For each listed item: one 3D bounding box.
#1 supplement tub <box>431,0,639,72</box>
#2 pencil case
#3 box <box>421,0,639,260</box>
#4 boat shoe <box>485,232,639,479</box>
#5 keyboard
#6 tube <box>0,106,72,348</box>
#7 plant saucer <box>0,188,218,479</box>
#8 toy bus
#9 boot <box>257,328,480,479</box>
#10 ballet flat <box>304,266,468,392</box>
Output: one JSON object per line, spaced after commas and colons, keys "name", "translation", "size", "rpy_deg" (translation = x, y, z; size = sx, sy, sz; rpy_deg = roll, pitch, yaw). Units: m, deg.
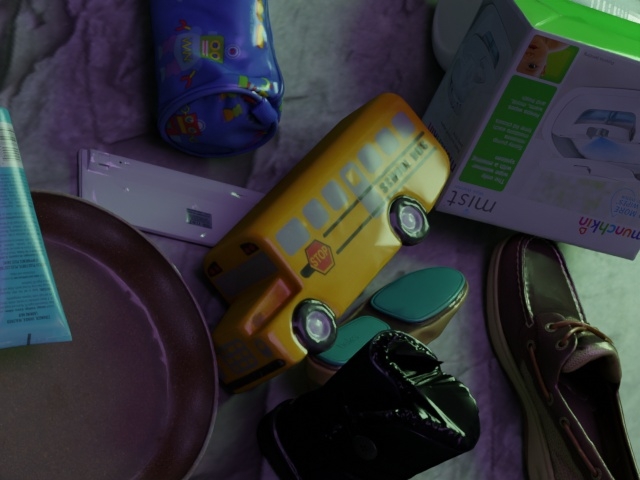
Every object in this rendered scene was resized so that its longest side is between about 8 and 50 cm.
{"name": "supplement tub", "translation": [0.282, -0.231, 1.958], "size": [0.272, 0.191, 0.191], "rpy_deg": [22, 55, -27]}
{"name": "pencil case", "translation": [-0.103, -0.237, 1.713], "size": [0.119, 0.133, 0.306], "rpy_deg": [43, 38, -57]}
{"name": "box", "translation": [0.261, -0.126, 1.829], "size": [0.262, 0.231, 0.127], "rpy_deg": [14, 28, -25]}
{"name": "boat shoe", "translation": [0.267, 0.134, 1.791], "size": [0.123, 0.123, 0.342], "rpy_deg": [11, 59, -33]}
{"name": "keyboard", "translation": [-0.120, -0.029, 1.667], "size": [0.256, 0.014, 0.072], "rpy_deg": [14, 64, -31]}
{"name": "tube", "translation": [-0.268, -0.010, 1.454], "size": [0.080, 0.052, 0.207], "rpy_deg": [-7, 76, -34]}
{"name": "plant saucer", "translation": [-0.232, 0.105, 1.480], "size": [0.310, 0.050, 0.311], "rpy_deg": [18, 55, -29]}
{"name": "toy bus", "translation": [0.000, 0.000, 1.660], "size": [0.130, 0.108, 0.333], "rpy_deg": [51, 49, -9]}
{"name": "boot", "translation": [0.072, 0.215, 1.542], "size": [0.094, 0.207, 0.246], "rpy_deg": [-34, 89, -43]}
{"name": "ballet flat", "translation": [0.062, 0.097, 1.699], "size": [0.080, 0.073, 0.232], "rpy_deg": [28, 39, 32]}
